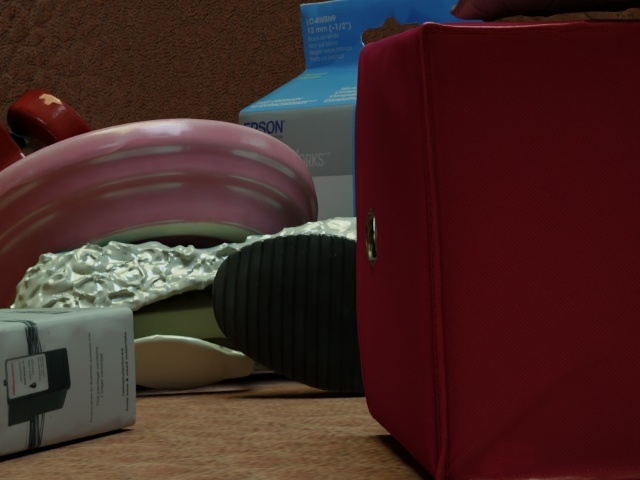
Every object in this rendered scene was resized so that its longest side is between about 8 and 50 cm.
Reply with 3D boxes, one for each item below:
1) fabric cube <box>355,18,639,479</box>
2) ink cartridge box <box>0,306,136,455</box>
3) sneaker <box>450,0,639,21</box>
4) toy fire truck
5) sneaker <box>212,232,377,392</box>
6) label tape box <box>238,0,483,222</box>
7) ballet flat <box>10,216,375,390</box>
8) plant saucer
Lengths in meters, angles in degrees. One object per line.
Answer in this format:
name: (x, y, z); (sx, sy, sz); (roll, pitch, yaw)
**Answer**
fabric cube: (0.163, -0.001, 1.143); (0.259, 0.254, 0.258); (-2, 4, -6)
ink cartridge box: (-0.240, 0.093, 1.287); (0.153, 0.086, 0.208); (-1, 2, 28)
sneaker: (0.192, -0.199, 1.155); (0.210, 0.137, 0.366); (2, 7, 19)
toy fire truck: (-0.328, -0.032, 1.998); (0.254, 0.302, 0.169); (11, 54, 48)
sneaker: (0.081, 0.062, 1.543); (0.331, 0.122, 0.146); (6, -1, 2)
label tape box: (0.040, -0.070, 1.890); (0.249, 0.347, 0.115); (-1, 3, 43)
ballet flat: (-0.049, 0.071, 1.615); (0.409, 0.147, 0.147); (-6, 3, -15)
plant saucer: (-0.159, 0.018, 1.724); (0.332, 0.084, 0.332); (-12, -29, -6)
